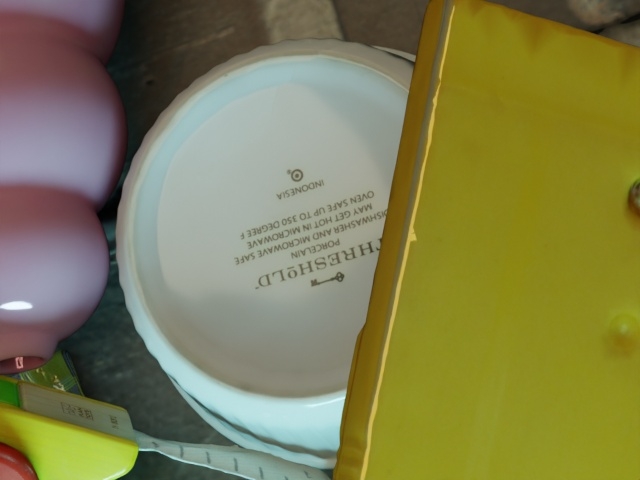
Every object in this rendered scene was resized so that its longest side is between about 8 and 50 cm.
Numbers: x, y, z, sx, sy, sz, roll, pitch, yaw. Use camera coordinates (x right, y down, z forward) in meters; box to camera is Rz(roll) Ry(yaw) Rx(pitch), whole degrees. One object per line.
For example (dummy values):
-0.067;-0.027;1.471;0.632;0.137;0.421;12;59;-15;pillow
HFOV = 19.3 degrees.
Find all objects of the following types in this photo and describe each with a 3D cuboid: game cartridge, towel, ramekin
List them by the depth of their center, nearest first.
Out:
0.159;0.052;1.060;0.285;0.053;0.323;15;84;-20;game cartridge
0.000;0.000;1.145;0.273;0.127;0.272;-3;79;14;ramekin
-0.190;0.114;1.236;0.083;0.009;0.060;-27;76;9;towel

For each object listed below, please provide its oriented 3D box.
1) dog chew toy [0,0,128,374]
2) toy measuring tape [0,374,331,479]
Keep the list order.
-0.212;-0.080;1.164;0.207;0.206;0.331;-14;72;12;dog chew toy
-0.141;0.156;1.108;0.330;0.121;0.121;17;84;-15;toy measuring tape
